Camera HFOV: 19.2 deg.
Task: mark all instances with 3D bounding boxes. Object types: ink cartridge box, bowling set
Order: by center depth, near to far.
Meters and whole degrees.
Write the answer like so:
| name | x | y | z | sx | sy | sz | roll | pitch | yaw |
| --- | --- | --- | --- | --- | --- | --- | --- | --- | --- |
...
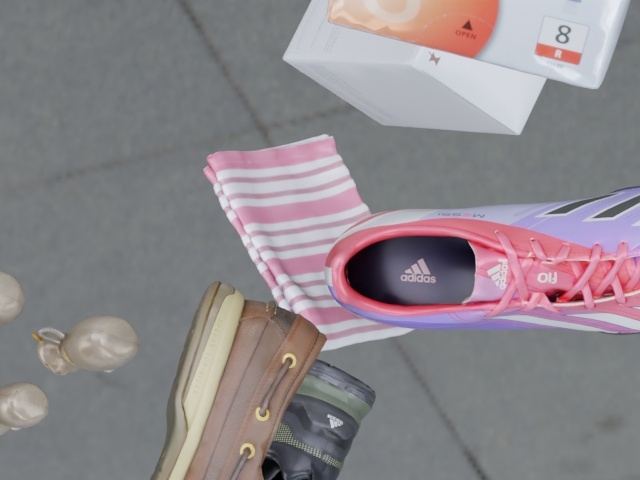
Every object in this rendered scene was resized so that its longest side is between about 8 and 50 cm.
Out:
| name | x | y | z | sx | sy | sz | roll | pitch | yaw |
| --- | --- | --- | --- | --- | --- | --- | --- | --- | --- |
| ink cartridge box | 0.088 | -0.169 | 0.909 | 0.145 | 0.045 | 0.179 | 15 | 131 | 5 |
| bowling set | -0.319 | 0.114 | 1.611 | 0.287 | 0.200 | 0.154 | 29 | 159 | -22 |

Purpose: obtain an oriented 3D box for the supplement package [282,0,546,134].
| name | x | y | z | sx | sy | sz | roll | pitch | yaw |
| --- | --- | --- | --- | --- | --- | --- | --- | --- | --- |
| supplement package | 0.075 | -0.145 | 1.333 | 0.105 | 0.105 | 0.179 | 32 | 170 | -28 |

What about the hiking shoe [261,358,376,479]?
| name | x | y | z | sx | sy | sz | roll | pitch | yaw |
| --- | --- | --- | --- | --- | --- | --- | --- | --- | --- |
| hiking shoe | -0.051 | 0.164 | 1.295 | 0.086 | 0.114 | 0.227 | 30 | 143 | -12 |

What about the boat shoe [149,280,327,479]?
| name | x | y | z | sx | sy | sz | roll | pitch | yaw |
| --- | --- | --- | --- | --- | --- | --- | --- | --- | --- |
| boat shoe | -0.043 | 0.108 | 0.777 | 0.060 | 0.178 | 0.064 | 16 | 171 | -5 |

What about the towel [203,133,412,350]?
| name | x | y | z | sx | sy | sz | roll | pitch | yaw |
| --- | --- | --- | --- | --- | --- | --- | --- | --- | --- |
| towel | 0.000 | 0.000 | 1.588 | 0.144 | 0.197 | 0.029 | -12 | 154 | -44 |

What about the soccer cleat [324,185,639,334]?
| name | x | y | z | sx | sy | sz | roll | pitch | yaw |
| --- | --- | --- | --- | --- | --- | --- | --- | --- | --- |
| soccer cleat | 0.159 | 0.020 | 1.344 | 0.318 | 0.116 | 0.109 | -2 | 95 | 12 |
